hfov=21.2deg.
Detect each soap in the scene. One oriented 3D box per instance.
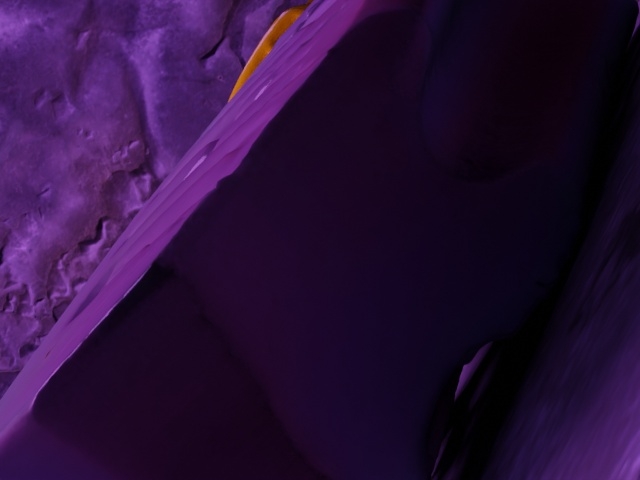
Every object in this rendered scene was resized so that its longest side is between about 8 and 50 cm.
[{"bbox_3d":[0.000,0.000,0.616,0.193,0.109,0.324,-43,11,31],"label":"soap"}]

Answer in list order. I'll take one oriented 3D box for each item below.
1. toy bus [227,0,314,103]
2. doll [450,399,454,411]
[{"bbox_3d":[0.042,-0.076,0.939,0.144,0.152,0.330,-61,0,26],"label":"toy bus"},{"bbox_3d":[0.024,0.077,0.639,0.058,0.040,0.085,-49,8,40],"label":"doll"}]
